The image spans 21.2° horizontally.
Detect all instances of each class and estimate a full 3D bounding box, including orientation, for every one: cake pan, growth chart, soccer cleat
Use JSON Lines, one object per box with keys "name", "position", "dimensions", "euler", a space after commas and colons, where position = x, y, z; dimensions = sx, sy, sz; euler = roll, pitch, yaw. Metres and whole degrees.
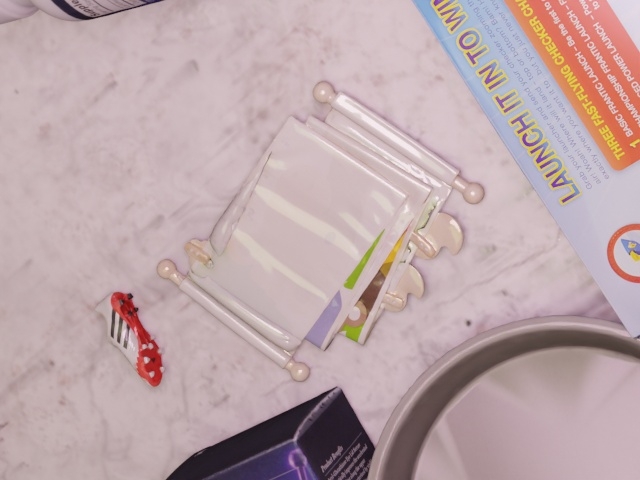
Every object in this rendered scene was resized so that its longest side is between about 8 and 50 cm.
{"name": "cake pan", "position": [0.177, 0.201, 1.230], "dimensions": [0.293, 0.054, 0.293], "euler": [-2, 83, 18]}
{"name": "growth chart", "position": [0.000, 0.000, 1.301], "dimensions": [0.172, 0.021, 0.237], "euler": [42, 115, 3]}
{"name": "soccer cleat", "position": [-0.154, 0.081, 1.381], "dimensions": [0.035, 0.029, 0.083], "euler": [-24, 94, 34]}

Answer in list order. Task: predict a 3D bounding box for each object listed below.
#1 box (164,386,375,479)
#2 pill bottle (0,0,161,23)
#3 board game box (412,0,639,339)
{"name": "box", "position": [-0.012, 0.244, 1.334], "dimensions": [0.153, 0.108, 0.207], "euler": [-29, 96, 26]}
{"name": "pill bottle", "position": [-0.140, -0.240, 1.204], "dimensions": [0.264, 0.153, 0.153], "euler": [-11, 103, 23]}
{"name": "board game box", "position": [0.258, -0.139, 1.127], "dimensions": [0.302, 0.086, 0.308], "euler": [-31, 94, 26]}
